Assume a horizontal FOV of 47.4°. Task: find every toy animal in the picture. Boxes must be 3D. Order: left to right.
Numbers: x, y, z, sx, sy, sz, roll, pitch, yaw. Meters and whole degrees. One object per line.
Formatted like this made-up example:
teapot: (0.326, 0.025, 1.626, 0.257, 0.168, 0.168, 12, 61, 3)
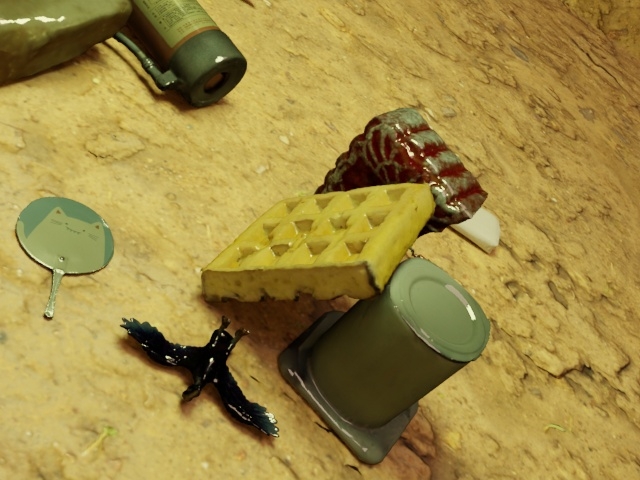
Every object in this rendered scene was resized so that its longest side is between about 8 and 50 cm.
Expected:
toy animal: (-0.125, 0.139, 0.825, 0.220, 0.062, 0.108, 36, 56, -10)

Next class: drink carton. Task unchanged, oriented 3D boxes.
drink carton: (0.089, 0.127, 0.913, 0.185, 0.189, 0.191, 44, 37, 9)

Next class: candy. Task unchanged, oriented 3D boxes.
candy: (-0.367, -0.295, 0.971, 0.104, 0.102, 0.234, 46, 44, 4)

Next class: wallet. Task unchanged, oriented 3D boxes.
wallet: (0.257, -0.052, 1.352, 0.190, 0.033, 0.095, 31, 40, -12)

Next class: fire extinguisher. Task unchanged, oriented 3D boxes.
fire extinguisher: (-0.287, -0.372, 1.119, 0.200, 0.113, 0.376, -23, 71, -49)

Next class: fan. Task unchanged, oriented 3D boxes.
fan: (-0.292, 0.016, 0.827, 0.113, 0.005, 0.175, 21, 43, -25)

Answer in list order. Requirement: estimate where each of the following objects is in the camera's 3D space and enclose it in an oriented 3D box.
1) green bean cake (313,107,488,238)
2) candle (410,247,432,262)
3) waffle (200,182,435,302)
green bean cake: (0.102, -0.059, 1.061, 0.097, 0.233, 0.198, -23, 74, -46)
candle: (0.190, 0.055, 1.199, 0.167, 0.021, 0.026, 40, 28, -1)
waffle: (0.000, 0.000, 0.921, 0.221, 0.248, 0.055, -50, 128, -51)
